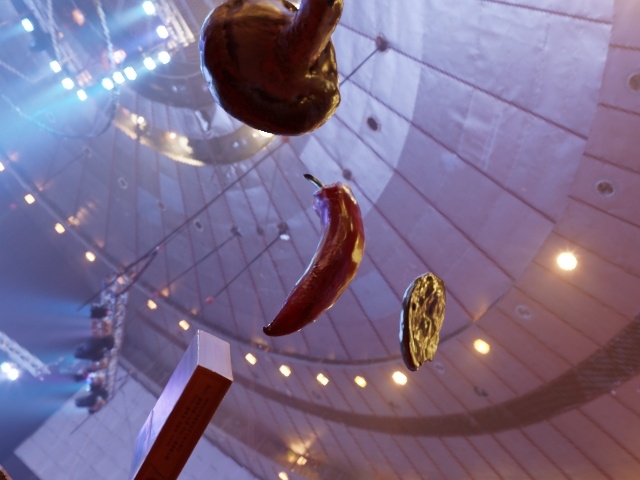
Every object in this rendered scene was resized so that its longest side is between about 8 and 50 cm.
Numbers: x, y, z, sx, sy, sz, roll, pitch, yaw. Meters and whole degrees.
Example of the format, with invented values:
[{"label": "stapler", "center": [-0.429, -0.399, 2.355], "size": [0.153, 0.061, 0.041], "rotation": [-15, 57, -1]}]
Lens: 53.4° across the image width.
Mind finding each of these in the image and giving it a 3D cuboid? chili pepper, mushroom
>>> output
[{"label": "chili pepper", "center": [0.006, 0.004, 1.072], "size": [0.137, 0.369, 0.092], "rotation": [7, -45, 6]}, {"label": "mushroom", "center": [-0.088, -0.325, 1.122], "size": [0.267, 0.267, 0.254], "rotation": [33, -16, 16]}]

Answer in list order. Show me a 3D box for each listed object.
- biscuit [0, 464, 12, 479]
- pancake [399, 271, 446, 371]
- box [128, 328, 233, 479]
[{"label": "biscuit", "center": [-0.270, 0.394, 0.641], "size": [0.379, 0.094, 0.054], "rotation": [51, -29, 6]}, {"label": "pancake", "center": [0.220, 0.172, 1.376], "size": [0.042, 0.236, 0.223], "rotation": [5, -65, 31]}, {"label": "box", "center": [-0.261, 0.324, 1.189], "size": [0.076, 0.274, 0.174], "rotation": [28, 7, -14]}]
